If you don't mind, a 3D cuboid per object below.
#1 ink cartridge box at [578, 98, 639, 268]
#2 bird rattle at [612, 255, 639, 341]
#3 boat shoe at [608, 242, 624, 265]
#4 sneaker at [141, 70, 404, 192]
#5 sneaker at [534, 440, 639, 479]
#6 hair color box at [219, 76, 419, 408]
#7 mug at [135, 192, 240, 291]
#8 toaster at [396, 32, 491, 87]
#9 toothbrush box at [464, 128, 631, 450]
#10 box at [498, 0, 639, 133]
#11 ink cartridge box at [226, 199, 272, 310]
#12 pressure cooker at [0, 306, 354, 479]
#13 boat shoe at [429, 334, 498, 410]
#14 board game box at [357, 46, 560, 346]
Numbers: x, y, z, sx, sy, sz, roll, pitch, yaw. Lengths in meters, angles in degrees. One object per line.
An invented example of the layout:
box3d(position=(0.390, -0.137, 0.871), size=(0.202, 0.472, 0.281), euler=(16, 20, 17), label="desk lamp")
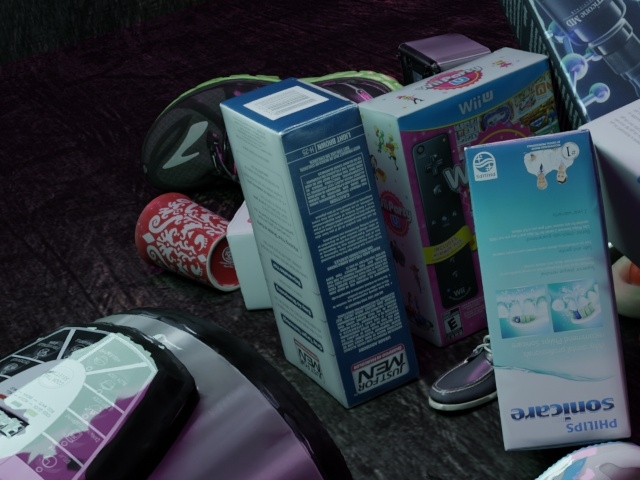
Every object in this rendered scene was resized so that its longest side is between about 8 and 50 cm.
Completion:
box3d(position=(0.522, -0.085, 1.571), size=(0.395, 0.166, 0.285), euler=(-25, 32, -7), label="ink cartridge box")
box3d(position=(0.426, 0.050, 1.740), size=(0.207, 0.143, 0.253), euler=(-4, 35, 50), label="bird rattle")
box3d(position=(0.418, -0.049, 1.865), size=(0.228, 0.079, 0.081), euler=(-29, 62, 5), label="boat shoe")
box3d(position=(-0.087, -0.155, 2.350), size=(0.483, 0.185, 0.202), euler=(-9, 29, 26), label="sneaker")
box3d(position=(0.219, 0.263, 1.358), size=(0.229, 0.087, 0.092), euler=(-25, 35, -14), label="sneaker")
box3d(position=(0.000, 0.000, 1.727), size=(0.105, 0.347, 0.174), euler=(-22, 25, -19), label="hair color box")
box3d(position=(-0.158, -0.002, 2.128), size=(0.150, 0.113, 0.169), euler=(-29, 31, -29), label="mug")
box3d(position=(0.209, -0.234, 2.392), size=(0.110, 0.168, 0.185), euler=(-17, 23, -12), label="toaster")
box3d(position=(0.232, 0.047, 1.495), size=(0.126, 0.295, 0.216), euler=(-9, 0, 11), label="toothbrush box")
box3d(position=(0.392, -0.306, 1.848), size=(0.294, 0.395, 0.212), euler=(-24, -14, 2), label="box")
box3d(position=(0.056, -0.018, 2.022), size=(0.306, 0.131, 0.226), euler=(-6, 24, 19), label="ink cartridge box")
box3d(position=(-0.205, 0.291, 1.153), size=(0.420, 0.375, 0.370), euler=(-32, -9, -37), label="pressure cooker")
box3d(position=(0.198, 0.125, 1.696), size=(0.206, 0.065, 0.075), euler=(-27, 27, -30), label="boat shoe")
box3d(position=(0.185, -0.054, 1.812), size=(0.224, 0.303, 0.097), euler=(-23, 24, -22), label="board game box")
